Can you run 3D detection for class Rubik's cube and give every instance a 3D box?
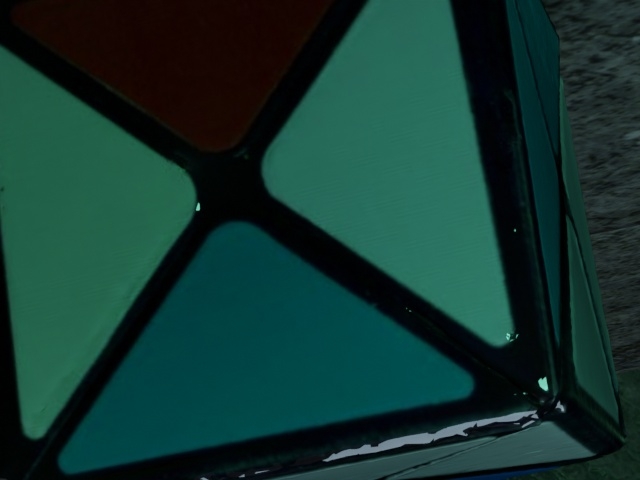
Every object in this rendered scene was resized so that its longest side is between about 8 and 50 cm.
[{"bbox_3d":[-0.001,0.000,0.745,0.250,0.248,0.246,-13,166,14],"label":"Rubik's cube"}]
